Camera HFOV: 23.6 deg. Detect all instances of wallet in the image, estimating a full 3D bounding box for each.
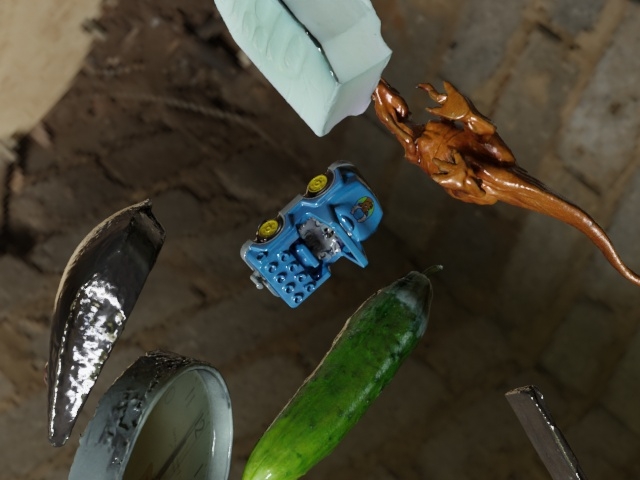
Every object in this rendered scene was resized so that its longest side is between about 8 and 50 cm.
[{"bbox_3d":[0.258,0.232,1.704,0.018,0.157,0.082,-29,176,-18],"label":"wallet"}]

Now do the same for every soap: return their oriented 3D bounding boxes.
[{"bbox_3d":[-0.031,-0.248,1.692,0.091,0.230,0.145,-32,162,-30],"label":"soap"}]

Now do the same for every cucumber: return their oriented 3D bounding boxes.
[{"bbox_3d":[0.026,0.097,1.145,0.250,0.056,0.056,-51,159,-30],"label":"cucumber"}]

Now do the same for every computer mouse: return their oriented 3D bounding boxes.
[{"bbox_3d":[-0.259,0.085,1.706,0.168,0.087,0.295,-90,-155,-74],"label":"computer mouse"}]

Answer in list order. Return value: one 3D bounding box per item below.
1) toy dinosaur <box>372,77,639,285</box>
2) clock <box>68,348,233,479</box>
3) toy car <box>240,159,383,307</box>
[{"bbox_3d":[0.186,-0.074,1.710,0.097,0.432,0.208,-51,157,1],"label":"toy dinosaur"},{"bbox_3d":[-0.136,0.202,1.251,0.226,0.049,0.226,12,90,-69],"label":"clock"},{"bbox_3d":[0.000,0.000,1.877,0.191,0.100,0.097,-43,129,-5],"label":"toy car"}]
